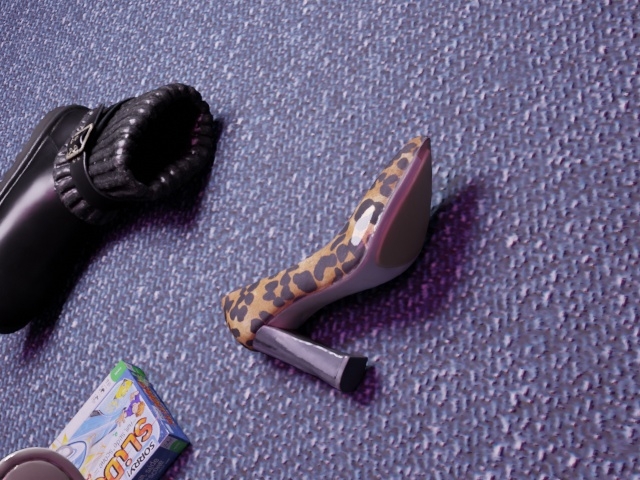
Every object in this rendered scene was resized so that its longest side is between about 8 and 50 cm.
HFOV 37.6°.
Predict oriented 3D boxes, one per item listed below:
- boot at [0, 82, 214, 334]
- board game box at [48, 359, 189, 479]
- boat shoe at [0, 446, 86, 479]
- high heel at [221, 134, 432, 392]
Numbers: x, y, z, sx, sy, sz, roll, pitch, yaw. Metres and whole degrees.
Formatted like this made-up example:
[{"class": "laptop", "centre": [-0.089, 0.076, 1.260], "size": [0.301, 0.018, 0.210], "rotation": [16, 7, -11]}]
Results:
[{"class": "boot", "centre": [-0.293, -0.041, 1.172], "size": [0.260, 0.131, 0.348], "rotation": [2, 66, 39]}, {"class": "board game box", "centre": [-0.244, 0.249, 1.027], "size": [0.201, 0.035, 0.136], "rotation": [-51, 45, 2]}, {"class": "boat shoe", "centre": [-0.240, 0.338, 0.838], "size": [0.127, 0.340, 0.113], "rotation": [-20, 12, -26]}, {"class": "high heel", "centre": [0.000, 0.000, 0.937], "size": [0.186, 0.093, 0.261], "rotation": [21, 88, 37]}]
